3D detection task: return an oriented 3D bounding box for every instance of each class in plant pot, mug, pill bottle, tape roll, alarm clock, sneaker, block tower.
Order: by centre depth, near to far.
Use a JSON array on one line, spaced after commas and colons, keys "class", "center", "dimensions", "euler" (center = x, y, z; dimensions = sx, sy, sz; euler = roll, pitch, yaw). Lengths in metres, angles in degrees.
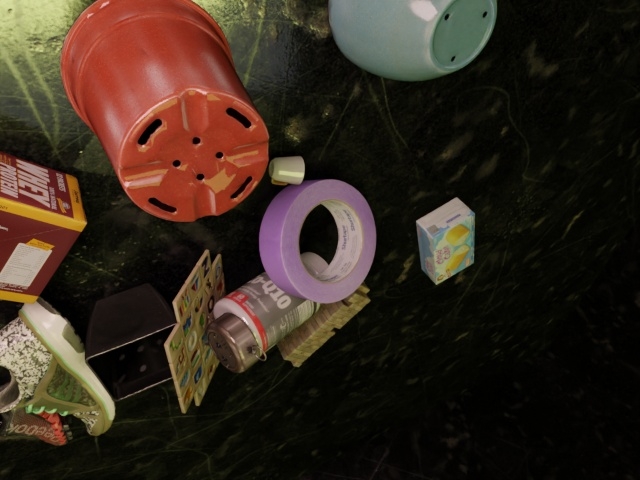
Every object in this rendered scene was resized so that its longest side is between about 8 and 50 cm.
[{"class": "plant pot", "center": [-0.215, -0.183, 0.693], "dimensions": [0.272, 0.265, 0.272], "euler": [-20, 140, -18]}, {"class": "plant pot", "center": [0.187, -0.399, 0.819], "dimensions": [0.290, 0.195, 0.290], "euler": [-20, 140, -18]}, {"class": "sneaker", "center": [-0.576, 0.299, 0.986], "dimensions": [0.182, 0.158, 0.410], "euler": [-34, 135, -33]}, {"class": "mug", "center": [-0.076, -0.144, 1.003], "dimensions": [0.064, 0.062, 0.078], "euler": [0, 122, -26]}, {"class": "alarm clock", "center": [-0.181, 0.227, 1.015], "dimensions": [0.064, 0.192, 0.129], "euler": [-35, 116, -40]}, {"class": "plant pot", "center": [-0.406, 0.210, 1.043], "dimensions": [0.188, 0.167, 0.187], "euler": [-21, 140, -18]}, {"class": "tape roll", "center": [0.000, 0.000, 1.069], "dimensions": [0.275, 0.090, 0.275], "euler": [-3, 95, -39]}, {"class": "sneaker", "center": [-0.682, 0.412, 1.109], "dimensions": [0.135, 0.097, 0.276], "euler": [-20, 137, -19]}, {"class": "pill bottle", "center": [-0.103, 0.148, 1.155], "dimensions": [0.283, 0.161, 0.161], "euler": [-33, 147, -37]}, {"class": "block tower", "center": [0.002, 0.241, 1.436], "dimensions": [0.335, 0.091, 0.097], "euler": [-46, 140, 13]}]

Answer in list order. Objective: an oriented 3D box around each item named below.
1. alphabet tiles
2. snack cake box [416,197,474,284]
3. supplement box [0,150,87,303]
[{"class": "alphabet tiles", "center": [-0.269, 0.204, 1.069], "dimensions": [0.011, 0.285, 0.342], "euler": [8, 128, 8]}, {"class": "snack cake box", "center": [0.395, 0.008, 1.481], "dimensions": [0.152, 0.089, 0.264], "euler": [-31, 141, -7]}, {"class": "supplement box", "center": [-0.517, -0.025, 0.747], "dimensions": [0.191, 0.129, 0.194], "euler": [22, 115, -47]}]
